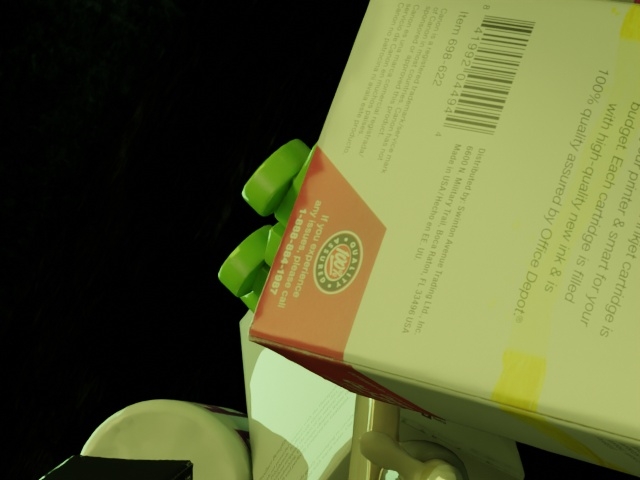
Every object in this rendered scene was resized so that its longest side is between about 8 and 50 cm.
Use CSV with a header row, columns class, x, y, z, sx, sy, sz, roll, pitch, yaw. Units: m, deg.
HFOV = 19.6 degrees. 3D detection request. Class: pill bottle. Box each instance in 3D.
class,x,y,z,sx,sy,sz,roll,pitch,yaw
pill bottle,-0.117,0.242,1.787,0.169,0.169,0.301,-65,-14,-2

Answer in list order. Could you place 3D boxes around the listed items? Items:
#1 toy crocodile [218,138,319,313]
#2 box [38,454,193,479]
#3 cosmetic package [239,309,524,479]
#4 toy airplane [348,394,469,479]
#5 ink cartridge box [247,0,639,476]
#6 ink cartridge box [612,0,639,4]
class,x,y,z,sx,sy,sz,roll,pitch,yaw
toy crocodile,0.000,0.000,1.507,0.105,0.115,0.340,-41,-13,-28
box,-0.157,0.299,1.306,0.184,0.103,0.261,-24,-65,-76
cosmetic package,0.043,0.135,1.674,0.197,0.155,0.365,-54,21,26
toy airplane,0.039,0.337,1.359,0.384,0.272,0.386,-75,-17,-55
ink cartridge box,0.184,0.000,1.212,0.385,0.160,0.279,13,77,36
ink cartridge box,0.242,-0.225,1.273,0.201,0.278,0.117,-51,18,46
